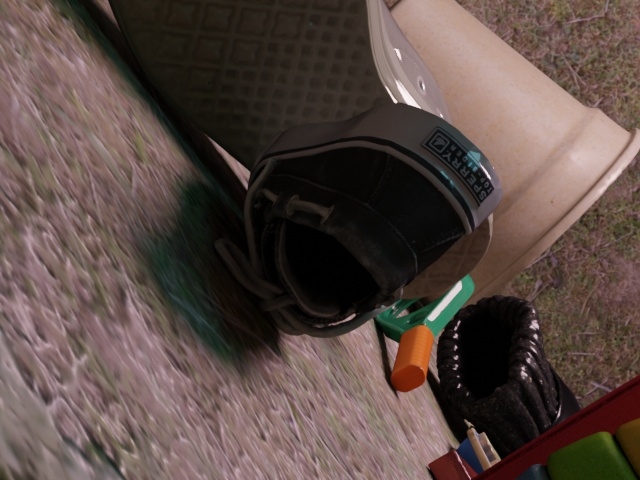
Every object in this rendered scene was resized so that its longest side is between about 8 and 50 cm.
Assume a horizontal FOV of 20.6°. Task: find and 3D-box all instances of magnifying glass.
[{"bbox_3d":[0.084,0.073,1.504,0.026,0.092,0.231,60,16,-14],"label":"magnifying glass"}]

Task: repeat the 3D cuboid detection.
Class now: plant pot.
[{"bbox_3d":[0.146,-0.119,2.028,0.305,0.334,0.334,47,6,-2],"label":"plant pot"}]

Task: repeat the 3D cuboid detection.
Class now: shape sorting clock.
[{"bbox_3d":[0.182,0.253,1.527,0.206,0.040,0.206,57,6,-10],"label":"shape sorting clock"}]

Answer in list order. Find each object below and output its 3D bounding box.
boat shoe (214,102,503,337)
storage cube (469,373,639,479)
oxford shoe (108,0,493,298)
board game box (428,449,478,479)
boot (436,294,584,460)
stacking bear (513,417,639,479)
[{"bbox_3d":[0.003,0.003,1.021,0.113,0.105,0.306,46,-16,-13],"label":"boat shoe"},{"bbox_3d":[0.200,0.194,1.112,0.183,0.193,0.215,59,14,8],"label":"storage cube"},{"bbox_3d":[-0.021,-0.135,1.179,0.449,0.169,0.130,53,13,-40],"label":"oxford shoe"},{"bbox_3d":[0.171,0.294,1.297,0.281,0.027,0.145,62,8,33],"label":"board game box"},{"bbox_3d":[0.238,0.224,1.673,0.260,0.131,0.348,62,-8,-32],"label":"boot"},{"bbox_3d":[0.183,0.151,0.835,0.175,0.289,0.164,56,6,-23],"label":"stacking bear"}]
